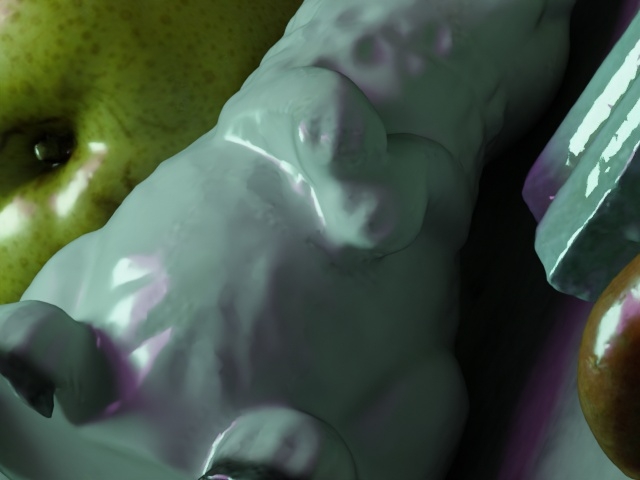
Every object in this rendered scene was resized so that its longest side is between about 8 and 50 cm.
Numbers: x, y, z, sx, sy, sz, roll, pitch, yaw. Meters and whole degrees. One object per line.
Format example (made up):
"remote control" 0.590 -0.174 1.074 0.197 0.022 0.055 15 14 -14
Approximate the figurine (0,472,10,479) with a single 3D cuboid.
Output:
"figurine" -0.241 0.152 0.849 0.284 0.206 0.315 -35 30 37

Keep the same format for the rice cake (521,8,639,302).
"rice cake" 0.147 -0.084 0.626 0.226 0.040 0.085 -59 16 21

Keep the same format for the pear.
"pear" -0.120 -0.060 1.006 0.314 0.314 0.314 -57 17 28

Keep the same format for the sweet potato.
"sweet potato" 0.134 -0.004 0.515 0.058 0.055 0.202 -24 -27 -51

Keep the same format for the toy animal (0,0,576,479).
"toy animal" 0.000 0.000 0.767 0.357 0.194 0.258 -59 -6 -36
